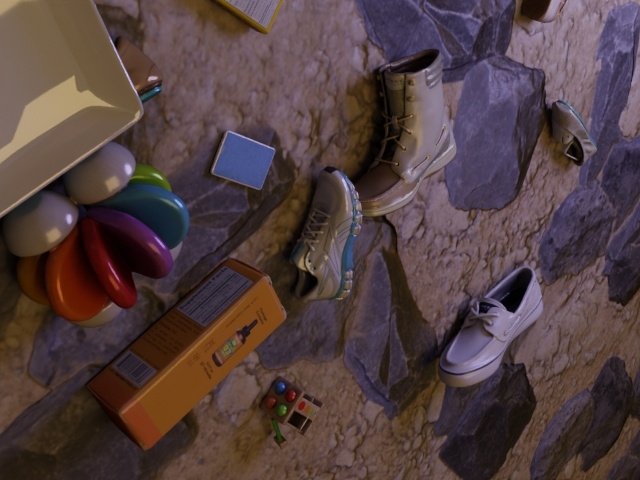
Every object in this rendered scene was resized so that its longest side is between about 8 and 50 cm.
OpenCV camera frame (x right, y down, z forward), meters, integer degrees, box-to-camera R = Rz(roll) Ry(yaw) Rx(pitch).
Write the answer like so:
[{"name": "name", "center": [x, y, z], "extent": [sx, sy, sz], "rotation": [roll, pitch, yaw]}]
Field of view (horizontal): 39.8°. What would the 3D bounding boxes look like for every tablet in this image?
[{"name": "tablet", "center": [-0.090, -0.094, 1.038], "extent": [0.083, 0.006, 0.054], "rotation": [17, 96, -49]}]

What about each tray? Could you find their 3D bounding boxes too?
[{"name": "tray", "center": [-0.218, -0.150, 0.529], "extent": [0.145, 0.030, 0.270], "rotation": [-40, 133, -23]}]

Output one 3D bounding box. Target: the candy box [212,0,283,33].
[{"name": "candy box", "center": [-0.054, -0.337, 0.944], "extent": [0.105, 0.027, 0.206], "rotation": [25, 90, -46]}]

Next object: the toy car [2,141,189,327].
[{"name": "toy car", "center": [-0.205, 0.004, 0.870], "extent": [0.182, 0.136, 0.159], "rotation": [-45, 134, -20]}]

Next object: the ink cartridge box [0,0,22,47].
[{"name": "ink cartridge box", "center": [-0.286, -0.221, 0.617], "extent": [0.306, 0.226, 0.131], "rotation": [-54, 137, -13]}]

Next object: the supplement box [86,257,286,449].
[{"name": "supplement box", "center": [-0.151, 0.127, 1.030], "extent": [0.233, 0.080, 0.078], "rotation": [-41, 134, -22]}]

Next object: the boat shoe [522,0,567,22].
[{"name": "boat shoe", "center": [0.356, -0.404, 1.306], "extent": [0.059, 0.063, 0.170], "rotation": [5, 114, -49]}]

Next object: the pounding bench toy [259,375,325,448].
[{"name": "pounding bench toy", "center": [-0.049, 0.238, 1.202], "extent": [0.083, 0.052, 0.065], "rotation": [-58, 138, -8]}]

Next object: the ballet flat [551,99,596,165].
[{"name": "ballet flat", "center": [0.421, -0.174, 1.483], "extent": [0.052, 0.057, 0.168], "rotation": [-53, 137, 2]}]

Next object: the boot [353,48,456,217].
[{"name": "boot", "center": [0.099, -0.141, 1.154], "extent": [0.213, 0.077, 0.165], "rotation": [-40, 134, -34]}]

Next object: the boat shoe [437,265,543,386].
[{"name": "boat shoe", "center": [0.282, 0.136, 1.460], "extent": [0.267, 0.096, 0.088], "rotation": [-34, 126, -31]}]

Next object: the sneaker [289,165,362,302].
[{"name": "sneaker", "center": [0.000, 0.000, 1.130], "extent": [0.083, 0.071, 0.191], "rotation": [-15, 118, -34]}]

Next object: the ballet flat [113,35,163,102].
[{"name": "ballet flat", "center": [-0.254, -0.113, 0.830], "extent": [0.232, 0.080, 0.073], "rotation": [-42, 105, -27]}]
